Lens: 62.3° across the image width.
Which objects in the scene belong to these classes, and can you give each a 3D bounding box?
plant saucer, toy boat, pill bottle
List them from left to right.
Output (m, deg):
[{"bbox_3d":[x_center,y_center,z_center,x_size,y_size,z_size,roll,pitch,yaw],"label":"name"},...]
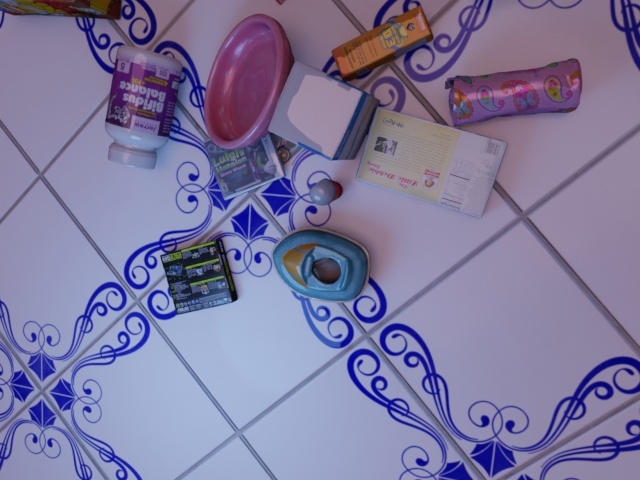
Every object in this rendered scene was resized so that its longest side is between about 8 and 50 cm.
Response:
[{"bbox_3d":[-0.482,-0.351,1.424,0.169,0.169,0.302,17,101,13],"label":"pill bottle"},{"bbox_3d":[-0.170,-0.381,1.310,0.332,0.084,0.332,-14,71,47],"label":"plant saucer"},{"bbox_3d":[0.000,0.000,1.341,0.267,0.148,0.318,9,100,15],"label":"toy boat"}]

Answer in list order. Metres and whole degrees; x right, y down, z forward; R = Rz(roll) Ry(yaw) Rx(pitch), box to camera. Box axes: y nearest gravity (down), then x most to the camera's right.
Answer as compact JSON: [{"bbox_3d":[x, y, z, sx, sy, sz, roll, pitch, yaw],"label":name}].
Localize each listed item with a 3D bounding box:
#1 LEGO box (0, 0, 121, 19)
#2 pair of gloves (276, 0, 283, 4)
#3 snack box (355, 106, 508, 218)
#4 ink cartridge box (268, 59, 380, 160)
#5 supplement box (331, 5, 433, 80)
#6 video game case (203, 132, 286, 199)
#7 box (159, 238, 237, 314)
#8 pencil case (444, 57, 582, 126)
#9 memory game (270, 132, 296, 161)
[{"bbox_3d":[-0.737,-0.878,1.419,0.372,0.193,0.500,9,99,15],"label":"LEGO box"},{"bbox_3d":[-0.093,-0.706,1.318,0.159,0.023,0.198,-32,105,21],"label":"pair of gloves"},{"bbox_3d":[0.264,-0.190,1.286,0.322,0.060,0.187,19,101,13],"label":"snack box"},{"bbox_3d":[0.017,-0.298,1.254,0.171,0.232,0.168,27,106,11],"label":"ink cartridge box"},{"bbox_3d":[0.149,-0.472,1.276,0.233,0.080,0.078,-22,93,15],"label":"supplement box"},{"bbox_3d":[-0.206,-0.221,1.425,0.190,0.022,0.173,-20,91,18],"label":"video game case"},{"bbox_3d":[-0.347,0.105,1.509,0.190,0.045,0.184,-15,90,18],"label":"box"},{"bbox_3d":[0.429,-0.333,1.191,0.284,0.124,0.124,-3,96,18],"label":"pencil case"},{"bbox_3d":[-0.149,-0.280,1.419,0.186,0.012,0.186,2,97,16],"label":"memory game"}]
